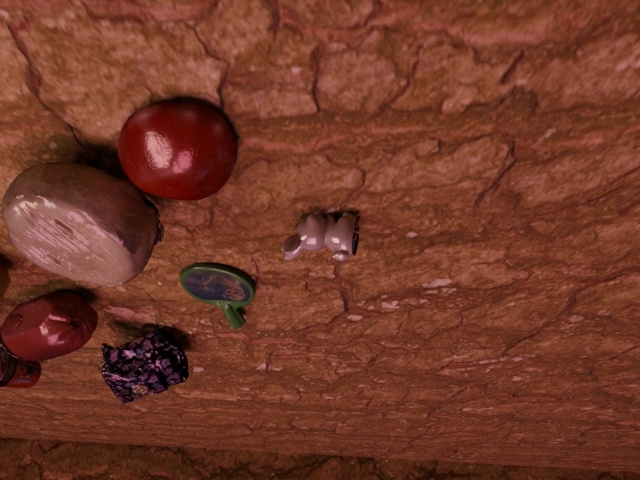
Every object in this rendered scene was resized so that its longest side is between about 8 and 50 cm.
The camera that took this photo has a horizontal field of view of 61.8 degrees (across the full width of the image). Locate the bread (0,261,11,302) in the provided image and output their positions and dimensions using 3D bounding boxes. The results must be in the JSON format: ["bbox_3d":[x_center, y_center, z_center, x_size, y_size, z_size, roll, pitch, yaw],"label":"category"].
[{"bbox_3d":[-0.762,0.088,1.121,0.236,0.106,0.140,-9,145,21],"label":"bread"}]

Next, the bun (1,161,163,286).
[{"bbox_3d":[-0.361,-0.034,0.835,0.239,0.141,0.239,8,145,6],"label":"bun"}]

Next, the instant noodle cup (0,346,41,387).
[{"bbox_3d":[-0.958,0.408,1.669,0.127,0.127,0.135,-11,153,24],"label":"instant noodle cup"}]

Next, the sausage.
[{"bbox_3d":[-0.639,0.202,1.250,0.279,0.152,0.152,-18,142,33],"label":"sausage"}]

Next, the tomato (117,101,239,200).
[{"bbox_3d":[-0.203,-0.112,0.739,0.166,0.082,0.174,12,150,-10],"label":"tomato"}]

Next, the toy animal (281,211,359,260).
[{"bbox_3d":[0.001,-0.006,0.892,0.124,0.085,0.071,8,166,6],"label":"toy animal"}]

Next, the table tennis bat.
[{"bbox_3d":[-0.212,0.124,1.169,0.160,0.039,0.257,2,146,10],"label":"table tennis bat"}]

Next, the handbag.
[{"bbox_3d":[-0.457,0.335,1.414,0.207,0.127,0.229,-14,138,-14],"label":"handbag"}]
